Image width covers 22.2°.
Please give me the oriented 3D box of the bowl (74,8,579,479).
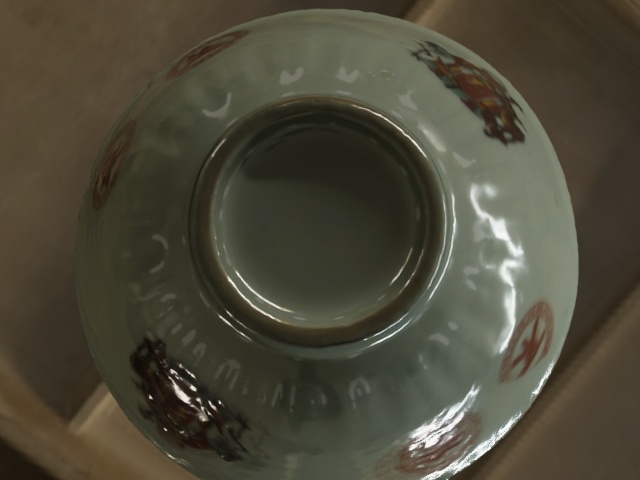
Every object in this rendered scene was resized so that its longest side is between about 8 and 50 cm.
[{"bbox_3d":[0.000,0.000,1.006,0.337,0.157,0.337,0,-98,2],"label":"bowl"}]
